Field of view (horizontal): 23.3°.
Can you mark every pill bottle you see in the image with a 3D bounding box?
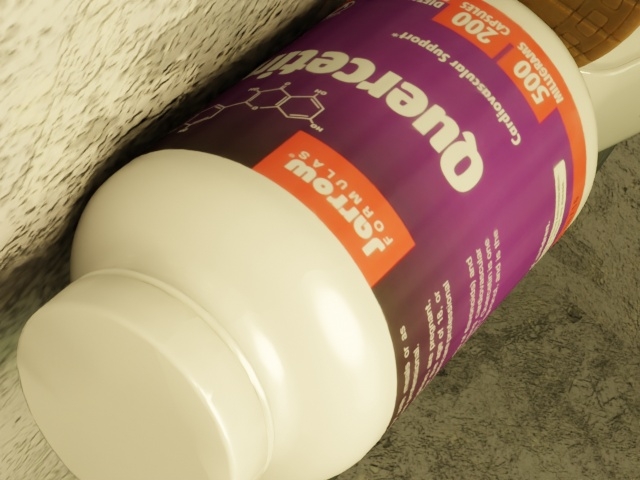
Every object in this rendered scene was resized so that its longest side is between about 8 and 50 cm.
[{"bbox_3d":[0.000,0.000,0.793,0.323,0.181,0.181,-43,167,-43],"label":"pill bottle"}]

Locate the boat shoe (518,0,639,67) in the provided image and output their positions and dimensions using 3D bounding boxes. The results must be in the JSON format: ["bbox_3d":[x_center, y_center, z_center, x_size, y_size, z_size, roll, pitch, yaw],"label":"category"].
[{"bbox_3d":[0.206,-0.243,1.039,0.123,0.123,0.342,-55,177,-39],"label":"boat shoe"}]

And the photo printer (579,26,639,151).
[{"bbox_3d":[0.303,-0.180,1.503,0.307,0.107,0.256,-25,164,-17],"label":"photo printer"}]
